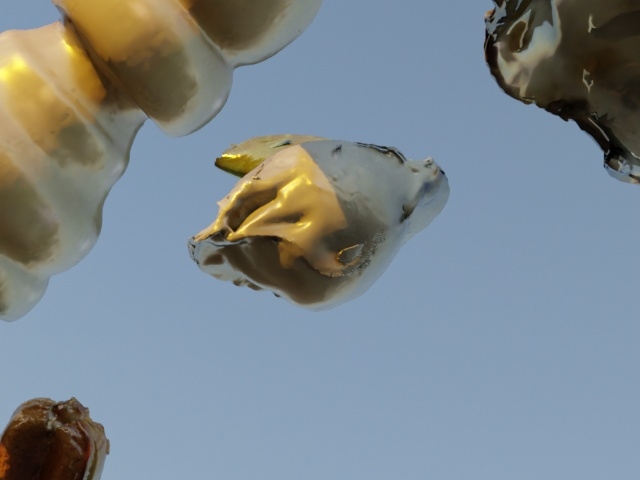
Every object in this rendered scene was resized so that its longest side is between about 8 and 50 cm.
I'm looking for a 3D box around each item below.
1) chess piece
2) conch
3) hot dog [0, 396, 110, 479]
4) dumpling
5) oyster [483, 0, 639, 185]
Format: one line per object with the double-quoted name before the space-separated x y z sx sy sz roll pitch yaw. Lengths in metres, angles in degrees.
"chess piece" -0.129 -0.107 0.809 0.300 0.167 0.167 -40 -81 -1
"conch" -0.006 -0.073 1.410 0.201 0.095 0.079 23 -52 28
"hot dog" -0.179 0.168 0.830 0.071 0.045 0.165 28 -67 13
"dumpling" 0.000 0.000 1.182 0.172 0.247 0.142 112 -36 -58
"oyster" 0.159 -0.122 0.490 0.214 0.083 0.223 -17 -47 -4
